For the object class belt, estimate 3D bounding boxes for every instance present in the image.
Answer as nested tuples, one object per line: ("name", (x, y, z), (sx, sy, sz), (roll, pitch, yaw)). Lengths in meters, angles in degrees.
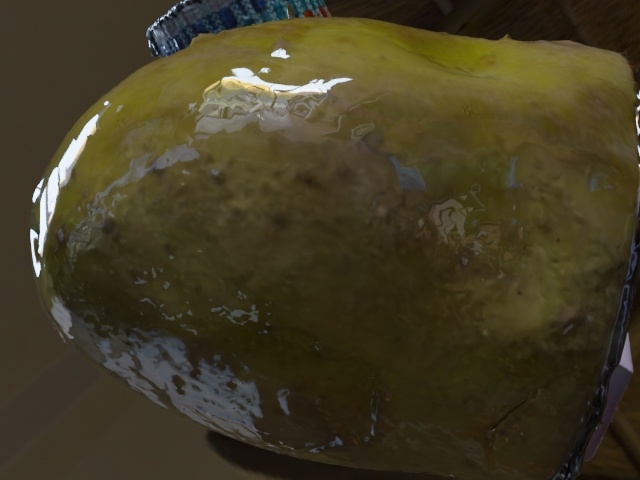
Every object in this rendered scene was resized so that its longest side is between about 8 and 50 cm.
("belt", (-0.086, -0.228, 1.359), (0.207, 0.257, 0.150), (-26, -83, -6))

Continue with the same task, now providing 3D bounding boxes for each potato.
("potato", (0.000, 0.000, 0.561), (0.266, 0.229, 0.229), (11, -65, -8))

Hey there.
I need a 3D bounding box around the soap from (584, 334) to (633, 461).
("soap", (0.108, 0.078, 1.064), (0.324, 0.109, 0.192), (11, -52, -1))
